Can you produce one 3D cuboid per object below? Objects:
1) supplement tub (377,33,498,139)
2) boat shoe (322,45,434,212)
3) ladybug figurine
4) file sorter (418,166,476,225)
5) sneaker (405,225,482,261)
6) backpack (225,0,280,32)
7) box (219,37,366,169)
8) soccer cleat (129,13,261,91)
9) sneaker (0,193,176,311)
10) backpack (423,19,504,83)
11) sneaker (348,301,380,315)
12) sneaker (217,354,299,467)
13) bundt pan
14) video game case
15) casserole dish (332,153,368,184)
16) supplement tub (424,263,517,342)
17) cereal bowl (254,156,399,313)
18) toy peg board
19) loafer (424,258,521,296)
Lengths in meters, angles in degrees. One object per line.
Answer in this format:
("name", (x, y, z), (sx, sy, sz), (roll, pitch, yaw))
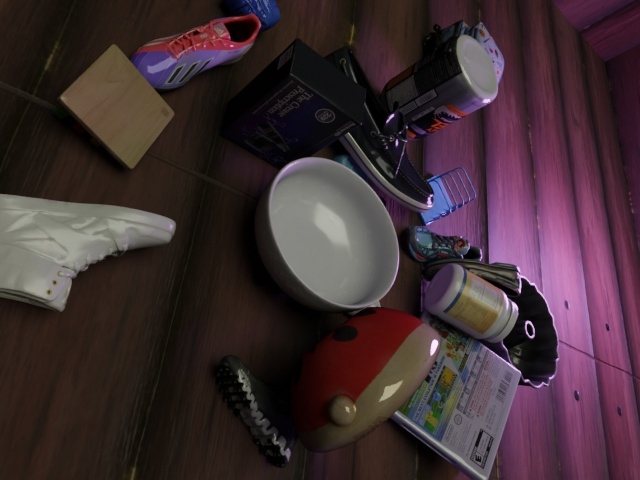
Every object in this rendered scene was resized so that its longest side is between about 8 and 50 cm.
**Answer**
("supplement tub", (0.303, -0.400, 1.397), (0.194, 0.316, 0.193), (15, 66, -37))
("boat shoe", (0.155, -0.276, 1.310), (0.500, 0.156, 0.186), (49, 26, -15))
("ladybug figurine", (0.071, 0.235, 0.947), (0.161, 0.305, 0.449), (52, 7, 10))
("file sorter", (0.361, -0.136, 1.494), (0.170, 0.105, 0.118), (-27, 92, -43))
("sneaker", (0.348, 0.010, 1.413), (0.262, 0.125, 0.104), (21, 60, -35))
("backpack", (-0.163, -0.551, 1.202), (0.101, 0.098, 0.120), (-46, 119, -32))
("box", (-0.061, -0.269, 1.068), (0.184, 0.261, 0.103), (24, 60, -32))
("soccer cleat", (-0.253, -0.401, 1.049), (0.318, 0.116, 0.108), (-40, 102, -42))
("sneaker", (-0.377, 0.030, 0.798), (0.293, 0.108, 0.169), (4, 73, -30))
("backpack", (0.484, -0.571, 1.707), (0.277, 0.213, 0.263), (36, 64, -29))
("sneaker", (0.123, 0.168, 1.199), (0.212, 0.080, 0.094), (52, 37, -12))
("sneaker", (-0.105, 0.298, 0.948), (0.106, 0.078, 0.234), (-40, 105, -45))
("bundt pan", (0.566, 0.274, 1.507), (0.331, 0.124, 0.330), (15, 65, -36))
("video game case", (0.323, 0.361, 1.246), (0.300, 0.036, 0.329), (36, 50, 4))
("casserole dish", (0.078, -0.142, 1.297), (0.114, 0.037, 0.188), (24, 60, -32))
("supplement tub", (0.386, 0.164, 1.308), (0.200, 0.144, 0.144), (30, 55, -9))
("cereal bowl", (0.000, 0.000, 1.093), (0.339, 0.141, 0.338), (17, 60, -31))
("toy peg board", (-0.379, -0.233, 0.920), (0.160, 0.079, 0.161), (51, 47, -35))
("loafer", (0.421, 0.106, 1.389), (0.268, 0.096, 0.084), (2, 58, -4))
